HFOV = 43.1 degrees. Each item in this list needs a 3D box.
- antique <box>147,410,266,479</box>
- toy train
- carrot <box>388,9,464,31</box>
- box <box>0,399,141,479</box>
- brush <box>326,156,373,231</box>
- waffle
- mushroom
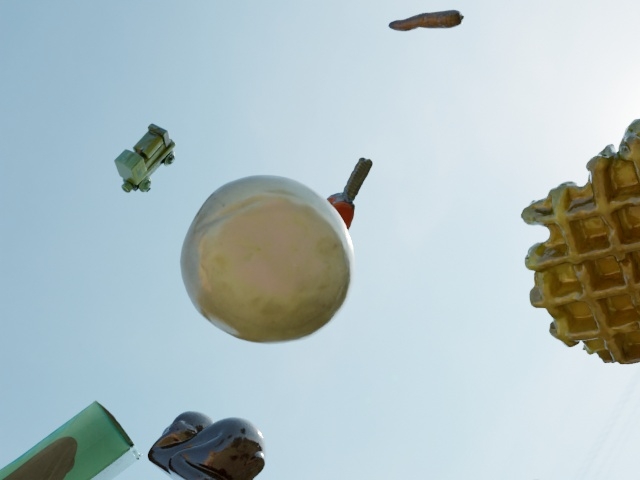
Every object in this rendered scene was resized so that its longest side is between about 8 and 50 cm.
[{"bbox_3d":[-0.193,0.363,1.393,0.121,0.256,0.143,45,-117,-24],"label":"antique"},{"bbox_3d":[-0.282,-0.132,1.308,0.122,0.050,0.081,-54,-22,-27],"label":"toy train"},{"bbox_3d":[0.202,-0.428,1.580,0.035,0.165,0.036,-11,-76,-56],"label":"carrot"},{"bbox_3d":[-0.497,0.444,1.499,0.311,0.118,0.205,-35,-10,-18],"label":"box"},{"bbox_3d":[0.000,0.000,1.379,0.070,0.051,0.323,28,-86,-19],"label":"brush"},{"bbox_3d":[0.284,0.003,0.717,0.219,0.229,0.057,65,-146,-17],"label":"waffle"},{"bbox_3d":[-0.080,0.033,1.145,0.246,0.246,0.202,-10,-13,-27],"label":"mushroom"}]
